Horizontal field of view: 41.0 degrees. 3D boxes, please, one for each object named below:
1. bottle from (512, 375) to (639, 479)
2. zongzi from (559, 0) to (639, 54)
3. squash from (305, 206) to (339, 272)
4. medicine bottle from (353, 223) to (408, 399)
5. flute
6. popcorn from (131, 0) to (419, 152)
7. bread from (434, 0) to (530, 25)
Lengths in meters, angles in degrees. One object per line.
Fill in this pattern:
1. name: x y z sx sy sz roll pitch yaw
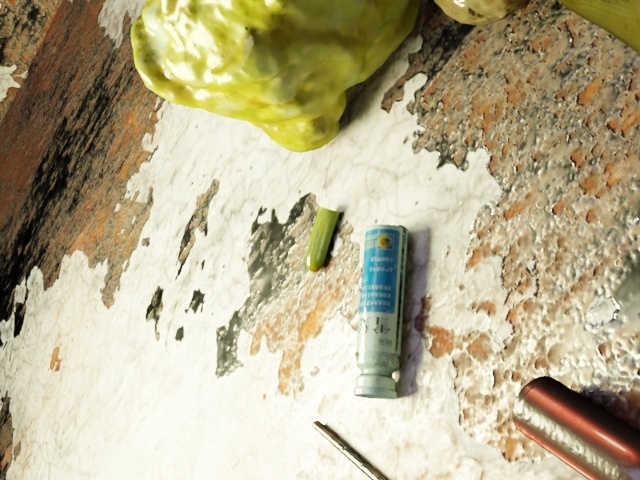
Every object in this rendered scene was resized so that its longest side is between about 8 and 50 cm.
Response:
1. bottle: 0.227 0.165 0.677 0.164 0.060 0.060 32 103 54
2. zongzi: 0.278 -0.152 0.687 0.260 0.123 0.289 4 84 60
3. squash: 0.000 0.000 1.087 0.027 0.028 0.083 20 93 55
4. medicine bottle: 0.067 0.077 0.942 0.051 0.051 0.191 -14 64 51
5. flute: 0.063 0.254 0.906 0.269 0.014 0.014 28 100 55
6. popcorn: -0.029 -0.275 1.012 0.334 0.292 0.293 -46 17 27
7. bread: 0.167 -0.337 0.863 0.230 0.123 0.229 166 90 -85
